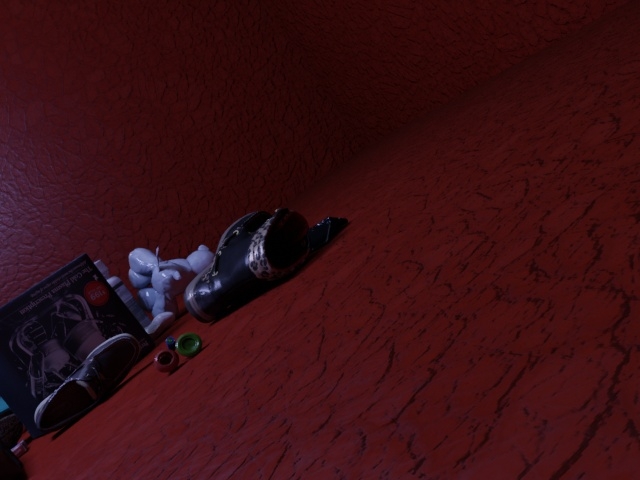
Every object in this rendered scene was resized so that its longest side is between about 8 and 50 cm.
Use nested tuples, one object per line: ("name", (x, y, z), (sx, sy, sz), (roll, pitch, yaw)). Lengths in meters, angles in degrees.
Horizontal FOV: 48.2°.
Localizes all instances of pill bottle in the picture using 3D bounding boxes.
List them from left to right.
("pill bottle", (-0.640, 0.212, 2.168), (0.161, 0.283, 0.161), (-35, 7, 5))

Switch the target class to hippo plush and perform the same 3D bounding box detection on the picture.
("hippo plush", (-0.438, 0.089, 2.218), (0.237, 0.234, 0.294), (-26, -27, -41))

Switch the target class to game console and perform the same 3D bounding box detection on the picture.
("game console", (0.000, 0.000, 1.684), (0.122, 0.071, 0.107), (-29, -21, 36))

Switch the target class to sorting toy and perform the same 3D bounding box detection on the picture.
("sorting toy", (-0.278, 0.220, 1.393), (0.102, 0.061, 0.042), (-30, -30, -21))

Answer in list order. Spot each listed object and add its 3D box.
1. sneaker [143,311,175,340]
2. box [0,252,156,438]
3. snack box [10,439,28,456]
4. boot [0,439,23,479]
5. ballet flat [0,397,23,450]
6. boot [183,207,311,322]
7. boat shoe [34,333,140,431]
("sneaker", (-0.485, 0.265, 2.090), (0.152, 0.053, 0.061), (-34, 30, -23))
("box", (-0.660, 0.261, 1.816), (0.179, 0.312, 0.343), (-28, 10, 44))
("snack box", (-0.762, 0.534, 1.656), (0.178, 0.022, 0.064), (-38, 6, -19))
("boot", (-0.808, 0.548, 1.377), (0.445, 0.146, 0.367), (-43, 8, -25))
("ballet flat", (-0.863, 0.491, 1.637), (0.164, 0.182, 0.483), (2, -1, 18))
("boot", (-0.135, 0.014, 1.665), (0.284, 0.138, 0.377), (-30, 15, 39))
("boat shoe", (-0.523, 0.328, 1.617), (0.285, 0.103, 0.092), (-41, 13, -14))
